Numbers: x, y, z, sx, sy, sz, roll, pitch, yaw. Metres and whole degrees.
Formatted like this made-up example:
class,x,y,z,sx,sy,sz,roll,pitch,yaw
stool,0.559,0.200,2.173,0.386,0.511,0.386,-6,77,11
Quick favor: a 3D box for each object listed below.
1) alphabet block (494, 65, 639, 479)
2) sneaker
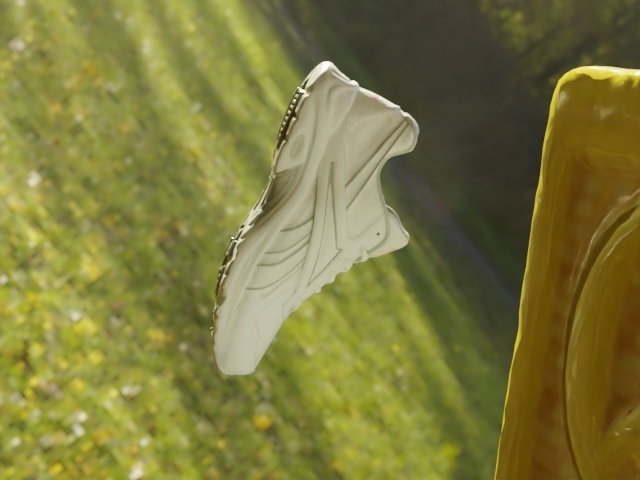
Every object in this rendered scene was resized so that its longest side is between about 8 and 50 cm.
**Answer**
class,x,y,z,sx,sy,sz,roll,pitch,yaw
alphabet block,0.189,0.050,0.577,0.197,0.192,0.193,7,3,-19
sneaker,0.000,0.000,1.246,0.115,0.232,0.090,23,11,-5
